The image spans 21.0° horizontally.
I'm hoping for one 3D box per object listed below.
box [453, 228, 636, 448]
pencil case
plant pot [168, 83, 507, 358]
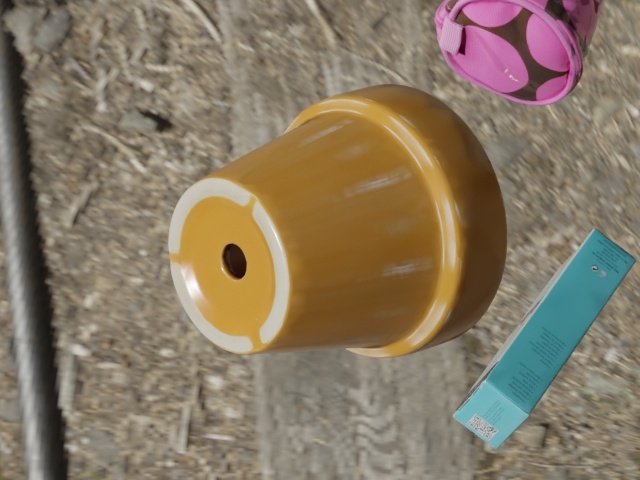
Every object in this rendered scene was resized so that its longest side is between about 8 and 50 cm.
[{"bbox_3d":[0.241,0.103,1.842,0.060,0.100,0.244,37,59,4],"label":"box"},{"bbox_3d":[0.131,-0.183,1.037,0.098,0.095,0.209,20,56,-2],"label":"pencil case"},{"bbox_3d":[0.000,0.000,1.263,0.205,0.188,0.205,16,113,42],"label":"plant pot"}]
